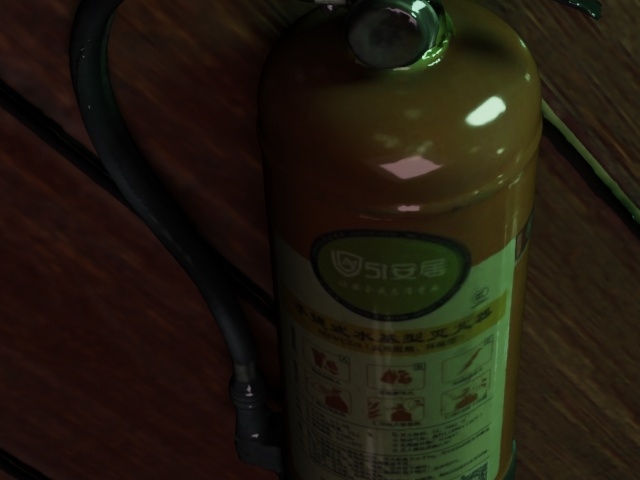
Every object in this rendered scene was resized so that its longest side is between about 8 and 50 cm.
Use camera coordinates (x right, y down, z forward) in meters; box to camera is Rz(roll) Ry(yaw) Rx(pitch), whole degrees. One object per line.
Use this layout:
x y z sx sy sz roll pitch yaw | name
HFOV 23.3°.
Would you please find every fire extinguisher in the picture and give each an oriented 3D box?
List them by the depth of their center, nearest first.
0.003 0.007 0.663 0.200 0.113 0.376 -6 134 -5 | fire extinguisher
